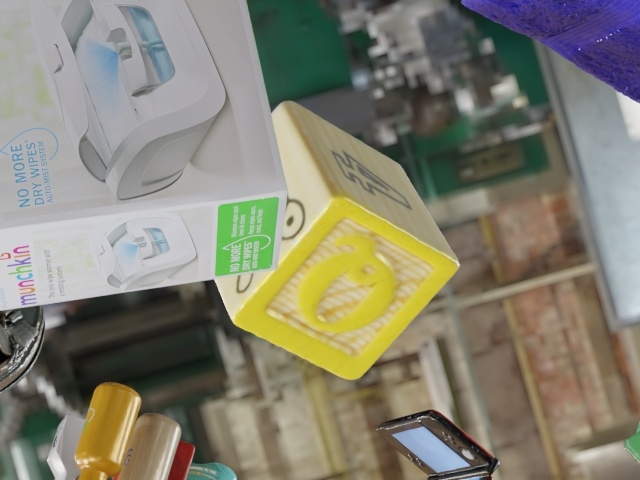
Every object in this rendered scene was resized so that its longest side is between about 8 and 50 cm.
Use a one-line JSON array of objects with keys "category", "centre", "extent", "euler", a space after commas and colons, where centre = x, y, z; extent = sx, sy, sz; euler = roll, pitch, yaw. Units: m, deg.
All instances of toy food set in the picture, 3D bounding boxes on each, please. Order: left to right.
[{"category": "toy food set", "centre": [-0.178, 0.212, 1.642], "extent": [0.111, 0.104, 0.232], "euler": [21, 154, -11]}]

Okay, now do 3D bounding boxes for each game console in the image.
[{"category": "game console", "centre": [0.106, 0.237, 1.854], "extent": [0.085, 0.124, 0.144], "euler": [-54, -170, -22]}]

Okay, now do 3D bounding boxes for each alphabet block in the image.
[{"category": "alphabet block", "centre": [0.000, 0.000, 2.095], "extent": [0.193, 0.197, 0.192], "euler": [26, 114, -34]}]

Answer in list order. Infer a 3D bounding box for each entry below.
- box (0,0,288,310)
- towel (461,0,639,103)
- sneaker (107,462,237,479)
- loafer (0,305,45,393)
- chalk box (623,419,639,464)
[{"category": "box", "centre": [-0.161, -0.100, 1.327], "extent": [0.231, 0.262, 0.127], "euler": [-7, 153, -9]}, {"category": "towel", "centre": [0.321, -0.243, 2.158], "extent": [0.308, 0.076, 0.228], "euler": [24, 167, -19]}, {"category": "sneaker", "centre": [-0.206, 0.300, 2.266], "extent": [0.275, 0.107, 0.110], "euler": [-1, -156, 46]}, {"category": "loafer", "centre": [-0.416, 0.143, 2.368], "extent": [0.267, 0.096, 0.084], "euler": [-54, 168, -45]}, {"category": "chalk box", "centre": [0.361, 0.152, 1.638], "extent": [0.213, 0.132, 0.132], "euler": [-16, 136, -28]}]
